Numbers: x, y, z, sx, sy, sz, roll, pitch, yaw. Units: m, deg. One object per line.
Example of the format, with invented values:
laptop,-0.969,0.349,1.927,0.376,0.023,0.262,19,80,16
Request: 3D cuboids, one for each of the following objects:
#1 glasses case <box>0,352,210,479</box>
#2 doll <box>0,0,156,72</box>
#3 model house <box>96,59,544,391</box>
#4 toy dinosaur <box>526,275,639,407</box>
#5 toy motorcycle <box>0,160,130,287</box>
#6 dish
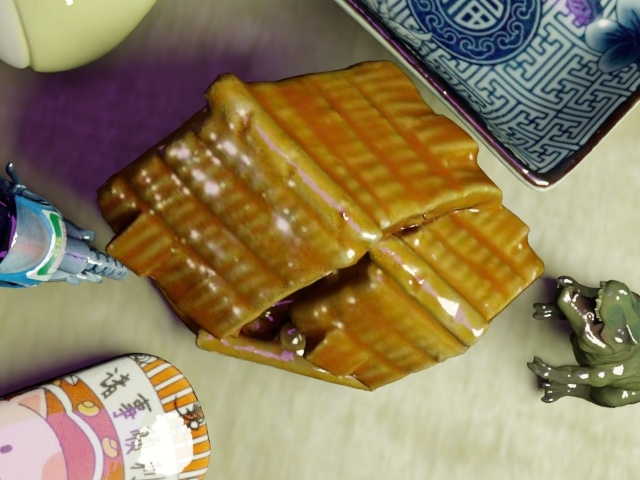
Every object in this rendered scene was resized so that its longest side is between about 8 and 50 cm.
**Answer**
glasses case,-0.199,0.150,1.177,0.266,0.067,0.103,-20,93,-5
doll,-0.122,-0.191,1.159,0.296,0.117,0.141,-21,95,-5
model house,0.000,0.000,1.121,0.219,0.229,0.199,-32,87,-4
toy dinosaur,0.223,0.071,1.176,0.179,0.187,0.087,7,91,21
toy motorcycle,-0.237,-0.018,1.139,0.254,0.135,0.092,17,88,-5
dish,0.096,-0.157,1.187,0.243,0.080,0.182,45,67,0
